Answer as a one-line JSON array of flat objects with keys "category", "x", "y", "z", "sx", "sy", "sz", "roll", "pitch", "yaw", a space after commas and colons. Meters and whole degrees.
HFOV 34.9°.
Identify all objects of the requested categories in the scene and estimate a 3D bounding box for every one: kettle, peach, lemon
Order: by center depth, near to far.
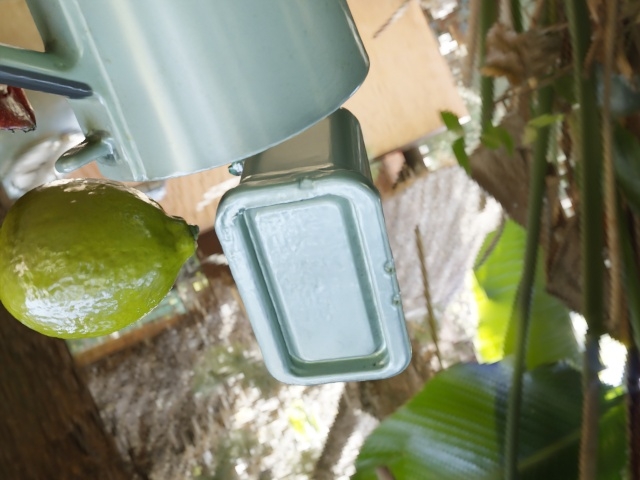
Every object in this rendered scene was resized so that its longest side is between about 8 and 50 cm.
[{"category": "kettle", "x": -0.172, "y": -0.241, "z": 0.788, "sx": 0.361, "sy": 0.377, "sz": 0.250, "roll": -35, "pitch": -150, "yaw": -27}, {"category": "lemon", "x": -0.261, "y": 0.020, "z": 1.160, "sx": 0.248, "sy": 0.184, "sz": 0.184, "roll": -4, "pitch": 178, "yaw": -4}, {"category": "peach", "x": -0.644, "y": -0.302, "z": 1.901, "sx": 0.068, "sy": 0.279, "sz": 0.189, "roll": -53, "pitch": -173, "yaw": 46}]

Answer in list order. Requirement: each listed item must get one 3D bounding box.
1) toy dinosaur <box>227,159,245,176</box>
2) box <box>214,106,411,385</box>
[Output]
[{"category": "toy dinosaur", "x": -0.120, "y": -0.200, "z": 1.678, "sx": 0.120, "sy": 0.292, "sz": 0.079, "roll": -16, "pitch": -175, "yaw": 28}, {"category": "box", "x": 0.000, "y": 0.000, "z": 1.186, "sx": 0.175, "sy": 0.312, "sz": 0.182, "roll": -8, "pitch": -138, "yaw": 9}]
